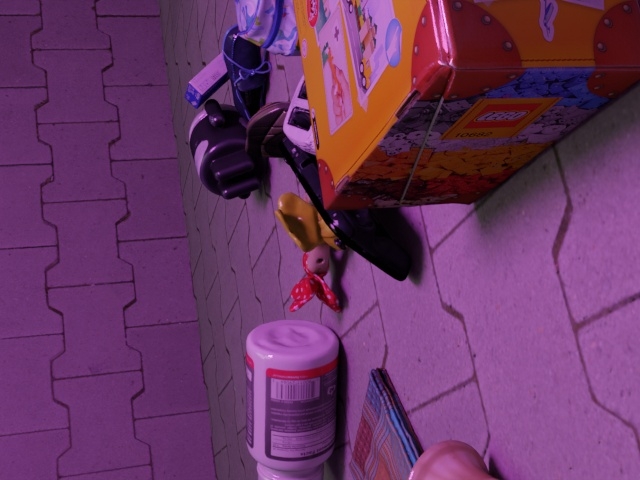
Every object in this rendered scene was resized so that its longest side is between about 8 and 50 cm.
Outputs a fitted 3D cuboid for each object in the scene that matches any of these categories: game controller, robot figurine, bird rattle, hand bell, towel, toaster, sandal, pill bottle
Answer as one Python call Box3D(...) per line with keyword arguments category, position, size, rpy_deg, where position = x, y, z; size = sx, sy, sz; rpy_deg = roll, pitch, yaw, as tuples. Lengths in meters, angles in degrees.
Box3D(category="game controller", position=(0.033, -0.055, 1.272), size=(0.166, 0.067, 0.319), rpy_deg=(45, -171, -35))
Box3D(category="robot figurine", position=(-0.225, -0.219, 2.051), size=(0.209, 0.173, 0.278), rpy_deg=(-62, 31, 28))
Box3D(category="bird rattle", position=(0.000, 0.000, 1.516), size=(0.207, 0.143, 0.253), rpy_deg=(-95, -1, -45))
Box3D(category="hand bell", position=(0.211, 0.296, 0.893), size=(0.242, 0.126, 0.126), rpy_deg=(-5, 89, 60))
Box3D(category="towel", position=(0.121, 0.414, 1.279), size=(0.370, 0.040, 0.271), rpy_deg=(-114, 27, -49))
Box3D(category="toaster", position=(0.044, -0.163, 1.156), size=(0.129, 0.146, 0.227), rpy_deg=(-67, 21, 7))
Box3D(category="sandal", position=(-0.097, -0.238, 1.723), size=(0.303, 0.120, 0.086), rpy_deg=(156, 123, -73))
Box3D(category="pill bottle", position=(-0.056, 0.327, 1.604), size=(0.176, 0.176, 0.318), rpy_deg=(-133, 42, -64))

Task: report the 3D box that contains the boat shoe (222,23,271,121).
Box3D(category="boat shoe", position=(-0.158, -0.382, 1.940), size=(0.089, 0.109, 0.258), rpy_deg=(54, 166, 35))

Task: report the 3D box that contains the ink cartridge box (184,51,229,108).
Box3D(category="ink cartridge box", position=(-0.234, -0.410, 2.003), size=(0.046, 0.207, 0.097), rpy_deg=(44, 161, -3))

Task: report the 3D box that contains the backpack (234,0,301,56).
Box3D(category="backpack", position=(-0.029, -0.458, 1.260), size=(0.290, 0.273, 0.355), rpy_deg=(32, 143, 65))

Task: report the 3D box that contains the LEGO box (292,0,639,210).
Box3D(category="LEGO box", position=(0.103, -0.323, 0.878), size=(0.372, 0.193, 0.500), rpy_deg=(134, 130, -68))
